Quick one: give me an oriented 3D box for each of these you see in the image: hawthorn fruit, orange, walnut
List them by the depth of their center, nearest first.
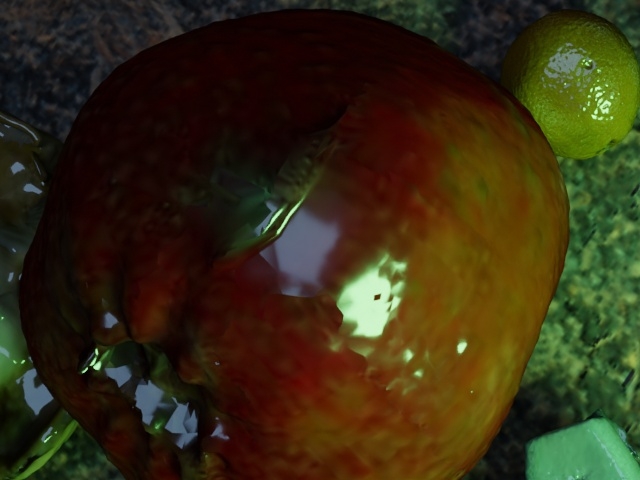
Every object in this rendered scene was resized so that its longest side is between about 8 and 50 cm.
[{"bbox_3d":[0.000,0.000,0.648,0.265,0.307,0.265,18,131,22],"label":"hawthorn fruit"},{"bbox_3d":[0.140,-0.086,0.703,0.085,0.085,0.085,-3,80,17],"label":"orange"},{"bbox_3d":[-0.212,0.044,0.759,0.204,0.141,0.238,31,90,7],"label":"walnut"}]

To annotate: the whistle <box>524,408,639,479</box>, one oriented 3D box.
[{"bbox_3d":[0.164,0.221,0.637,0.180,0.093,0.269,-28,72,31],"label":"whistle"}]
